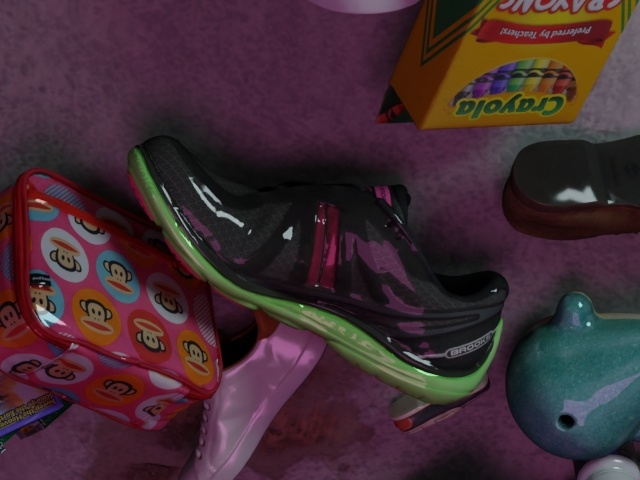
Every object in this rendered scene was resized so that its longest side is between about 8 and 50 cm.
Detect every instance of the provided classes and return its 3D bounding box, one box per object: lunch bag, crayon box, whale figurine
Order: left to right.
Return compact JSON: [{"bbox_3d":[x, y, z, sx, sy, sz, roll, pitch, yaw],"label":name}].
[{"bbox_3d":[-0.246,0.053,1.853,0.120,0.258,0.293,-33,138,29],"label":"lunch bag"},{"bbox_3d":[0.202,-0.218,1.702,0.202,0.081,0.318,-6,139,-29],"label":"crayon box"},{"bbox_3d":[0.340,0.158,1.953,0.272,0.141,0.216,-26,103,30],"label":"whale figurine"}]

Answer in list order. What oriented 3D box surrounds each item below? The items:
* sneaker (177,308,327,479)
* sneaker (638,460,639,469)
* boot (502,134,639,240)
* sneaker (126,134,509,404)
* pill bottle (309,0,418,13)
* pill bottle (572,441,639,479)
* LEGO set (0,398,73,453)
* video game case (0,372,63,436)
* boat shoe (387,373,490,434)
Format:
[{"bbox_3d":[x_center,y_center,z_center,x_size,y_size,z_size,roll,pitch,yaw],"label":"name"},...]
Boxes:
[{"bbox_3d":[-0.114,0.186,2.032,0.123,0.106,0.290,29,108,-15],"label":"sneaker"},{"bbox_3d":[0.373,0.339,2.126,0.111,0.103,0.252,26,119,-18],"label":"sneaker"},{"bbox_3d":[0.352,-0.051,1.891,0.305,0.112,0.115,2,154,-7],"label":"boot"},{"bbox_3d":[0.000,0.000,1.887,0.483,0.185,0.202,29,97,-19],"label":"sneaker"},{"bbox_3d":[0.043,-0.373,1.619,0.160,0.160,0.283,0,123,0],"label":"pill bottle"},{"bbox_3d":[0.348,0.274,2.061,0.078,0.137,0.078,0,123,0],"label":"pill bottle"},{"bbox_3d":[-0.415,0.167,1.940,0.255,0.331,0.192,42,159,-7],"label":"LEGO set"},{"bbox_3d":[-0.449,0.127,1.799,0.270,0.061,0.244,-24,86,-22],"label":"video game case"},{"bbox_3d":[0.150,0.198,2.066,0.137,0.049,0.043,-26,123,19],"label":"boat shoe"}]
